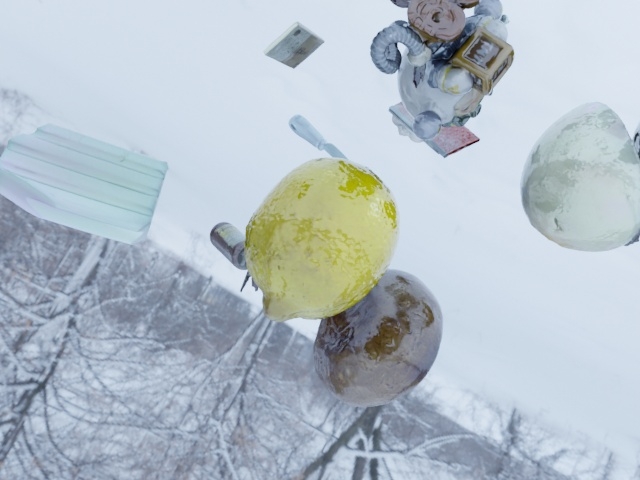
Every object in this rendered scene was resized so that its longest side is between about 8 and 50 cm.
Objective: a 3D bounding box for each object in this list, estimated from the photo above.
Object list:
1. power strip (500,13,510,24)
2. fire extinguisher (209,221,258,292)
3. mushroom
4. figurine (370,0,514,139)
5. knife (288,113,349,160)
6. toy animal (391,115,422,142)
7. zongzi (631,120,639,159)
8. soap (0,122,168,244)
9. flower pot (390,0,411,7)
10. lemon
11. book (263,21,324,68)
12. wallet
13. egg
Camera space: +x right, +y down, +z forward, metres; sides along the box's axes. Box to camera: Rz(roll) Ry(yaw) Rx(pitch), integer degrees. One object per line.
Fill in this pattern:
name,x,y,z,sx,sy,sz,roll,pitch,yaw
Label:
power strip,0.507,-0.626,1.671,0.035,0.055,0.083,7,168,-43
fire extinguisher,-0.195,0.042,1.416,0.075,0.106,0.252,-11,-154,-28
mushroom,0.128,0.220,1.344,0.239,0.346,0.345,17,180,-39
figurine,0.219,-0.302,0.954,0.186,0.261,0.382,44,-177,11
knife,0.032,-0.276,1.770,0.331,0.044,0.080,41,160,12
toy animal,0.298,-0.371,1.618,0.127,0.179,0.193,41,167,-9
zongzi,0.769,-0.275,1.152,0.174,0.356,0.393,39,178,32
soap,-0.557,-0.135,1.361,0.346,0.208,0.115,18,146,-18
flower pot,0.190,-0.518,1.136,0.111,0.111,0.089,34,-174,-26
lemon,0.000,0.000,0.982,0.245,0.320,0.245,32,165,10
book,-0.078,-0.595,1.771,0.016,0.138,0.198,58,-159,10
wallet,0.247,-0.257,1.266,0.196,0.103,0.020,51,161,34
egg,0.552,-0.127,1.284,0.200,0.337,0.337,-14,167,-1
